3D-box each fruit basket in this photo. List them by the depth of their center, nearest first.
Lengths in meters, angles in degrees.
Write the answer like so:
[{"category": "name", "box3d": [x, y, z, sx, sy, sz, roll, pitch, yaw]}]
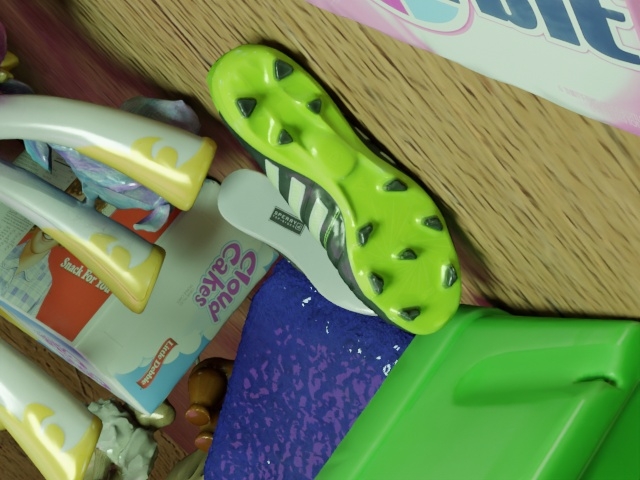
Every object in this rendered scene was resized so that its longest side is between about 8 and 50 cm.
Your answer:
[{"category": "fruit basket", "box3d": [0.124, 0.246, 0.844, 0.392, 0.283, 0.392, 28, 150, 18]}]

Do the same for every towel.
[{"category": "towel", "box3d": [0.069, 0.165, 1.042, 0.308, 0.076, 0.227, 34, 124, 24]}]

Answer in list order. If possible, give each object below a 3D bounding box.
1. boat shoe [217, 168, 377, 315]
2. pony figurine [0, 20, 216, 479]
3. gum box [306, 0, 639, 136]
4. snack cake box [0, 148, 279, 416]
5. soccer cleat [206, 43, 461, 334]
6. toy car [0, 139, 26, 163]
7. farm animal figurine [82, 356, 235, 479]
[{"category": "boat shoe", "box3d": [0.000, 0.000, 0.928, 0.142, 0.049, 0.040, 34, -175, 29]}, {"category": "pony figurine", "box3d": [-0.257, -0.059, 0.919, 0.363, 0.351, 0.303, 23, 172, -7]}, {"category": "gum box", "box3d": [0.038, -0.104, 0.431, 0.188, 0.062, 0.107, 29, 163, 41]}, {"category": "snack cake box", "box3d": [-0.168, 0.010, 1.180, 0.264, 0.152, 0.089, 23, 159, 53]}, {"category": "soccer cleat", "box3d": [0.009, -0.028, 0.791, 0.179, 0.060, 0.072, 51, 174, -17]}, {"category": "toy car", "box3d": [-0.348, -0.091, 1.494, 0.155, 0.149, 0.188, 55, -171, -37]}, {"category": "farm animal figurine", "box3d": [-0.024, 0.195, 1.319, 0.327, 0.172, 0.330, -27, 120, 31]}]
